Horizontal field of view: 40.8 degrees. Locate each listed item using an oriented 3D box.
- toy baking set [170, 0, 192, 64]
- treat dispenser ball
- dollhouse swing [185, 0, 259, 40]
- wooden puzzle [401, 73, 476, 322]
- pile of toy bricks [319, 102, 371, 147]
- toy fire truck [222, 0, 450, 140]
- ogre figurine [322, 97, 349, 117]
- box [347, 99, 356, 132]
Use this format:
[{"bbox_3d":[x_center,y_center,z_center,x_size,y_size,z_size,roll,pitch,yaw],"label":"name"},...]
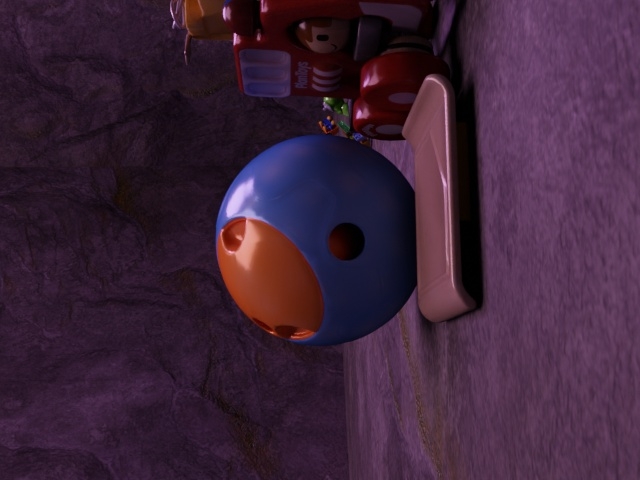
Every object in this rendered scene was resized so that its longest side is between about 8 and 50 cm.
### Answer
[{"bbox_3d":[-0.228,-0.422,1.406,0.197,0.030,0.256,-95,5,-73],"label":"toy baking set"},{"bbox_3d":[0.000,0.000,1.178,0.288,0.288,0.288,179,90,-89],"label":"treat dispenser ball"},{"bbox_3d":[-0.038,-0.462,1.325,0.305,0.346,0.315,91,178,-72],"label":"dollhouse swing"},{"bbox_3d":[0.133,-0.035,0.938,0.221,0.044,0.239,100,165,-80],"label":"wooden puzzle"},{"bbox_3d":[0.080,-0.240,2.103,0.105,0.118,0.212,56,-178,-35],"label":"pile of toy bricks"},{"bbox_3d":[0.016,-0.231,1.016,0.302,0.253,0.170,97,174,-80],"label":"toy fire truck"},{"bbox_3d":[0.063,-0.361,1.918,0.097,0.118,0.197,-95,5,-72],"label":"ogre figurine"},{"bbox_3d":[0.090,-0.395,1.681,0.293,0.073,0.296,-88,1,-63],"label":"box"}]
